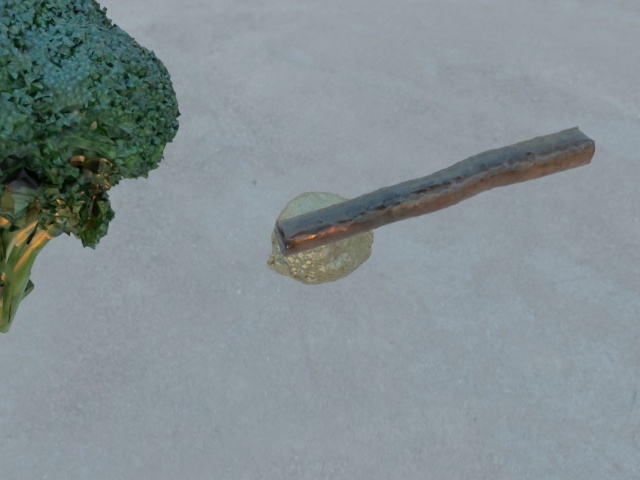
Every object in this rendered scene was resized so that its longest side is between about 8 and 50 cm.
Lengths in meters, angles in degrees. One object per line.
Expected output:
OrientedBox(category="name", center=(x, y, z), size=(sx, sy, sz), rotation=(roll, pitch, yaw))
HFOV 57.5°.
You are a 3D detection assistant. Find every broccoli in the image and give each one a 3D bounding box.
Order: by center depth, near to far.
OrientedBox(category="broccoli", center=(-0.251, -0.065, 0.377), size=(0.307, 0.275, 0.308), rotation=(7, 20, -3))

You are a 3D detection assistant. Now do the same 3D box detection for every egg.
OrientedBox(category="egg", center=(0.000, 0.000, 0.692), size=(0.140, 0.118, 0.116), rotation=(5, 31, -50))

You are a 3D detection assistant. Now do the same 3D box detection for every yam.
OrientedBox(category="yam", center=(0.114, -0.050, 0.567), size=(0.326, 0.045, 0.045), rotation=(-17, 70, -9))
